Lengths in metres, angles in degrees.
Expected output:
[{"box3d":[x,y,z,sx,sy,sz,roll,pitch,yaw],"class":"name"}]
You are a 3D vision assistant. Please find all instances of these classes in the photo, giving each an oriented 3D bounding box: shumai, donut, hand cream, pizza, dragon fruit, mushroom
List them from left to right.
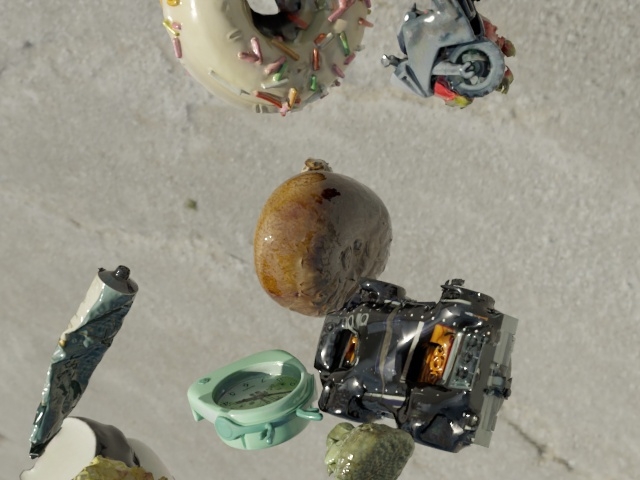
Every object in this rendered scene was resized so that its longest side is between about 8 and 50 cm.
[{"box3d":[-0.276,0.139,1.047,0.052,0.248,0.075,30,-167,23],"class":"hand cream"},{"box3d":[-0.202,0.257,0.881,0.099,0.036,0.160,40,-166,6],"class":"pizza"},{"box3d":[-0.080,-0.398,1.496,0.382,0.382,0.142,40,166,-25],"class":"donut"},{"box3d":[0.011,-0.004,1.530,0.163,0.278,0.297,5,178,38],"class":"mushroom"},{"box3d":[0.037,0.196,0.851,0.080,0.083,0.082,38,156,47],"class":"shumai"},{"box3d":[0.205,-0.263,1.317,0.160,0.172,0.166,-31,115,6],"class":"dragon fruit"}]

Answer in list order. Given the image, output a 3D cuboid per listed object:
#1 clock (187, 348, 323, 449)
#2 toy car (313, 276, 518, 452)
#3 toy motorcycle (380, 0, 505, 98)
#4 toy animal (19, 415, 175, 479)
[{"box3d":[-0.080,0.224,1.213,0.211,0.159,0.066,26,133,60],"class":"clock"},{"box3d":[0.107,0.143,1.097,0.118,0.193,0.301,20,169,-34],"class":"toy car"},{"box3d":[0.137,-0.304,1.197,0.159,0.106,0.270,-22,97,26],"class":"toy motorcycle"},{"box3d":[-0.394,0.446,1.614,0.212,0.212,0.267,4,148,29],"class":"toy animal"}]
